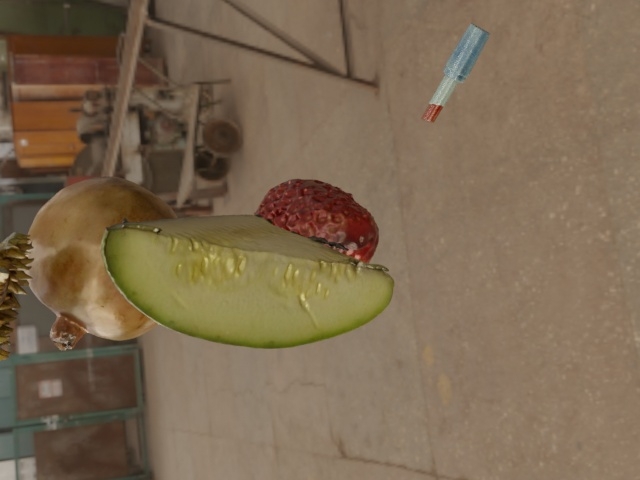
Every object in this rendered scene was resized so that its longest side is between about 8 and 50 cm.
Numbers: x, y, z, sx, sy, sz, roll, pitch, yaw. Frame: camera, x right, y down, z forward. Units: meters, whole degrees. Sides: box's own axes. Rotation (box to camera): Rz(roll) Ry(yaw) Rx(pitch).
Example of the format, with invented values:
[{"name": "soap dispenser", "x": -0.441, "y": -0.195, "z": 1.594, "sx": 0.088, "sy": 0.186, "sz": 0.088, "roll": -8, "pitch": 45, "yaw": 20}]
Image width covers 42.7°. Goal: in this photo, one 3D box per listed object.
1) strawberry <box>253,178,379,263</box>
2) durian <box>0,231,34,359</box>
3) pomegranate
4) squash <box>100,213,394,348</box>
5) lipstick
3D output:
[{"name": "strawberry", "x": 0.000, "y": 0.000, "z": 1.219, "sx": 0.244, "sy": 0.205, "sz": 0.206, "roll": 173, "pitch": 93, "yaw": -65}, {"name": "durian", "x": -0.467, "y": 0.077, "z": 1.072, "sx": 0.305, "sy": 0.185, "sz": 0.196, "roll": -37, "pitch": 29, "yaw": 20}, {"name": "pomegranate", "x": -0.332, "y": 0.044, "z": 1.261, "sx": 0.229, "sy": 0.270, "sz": 0.252, "roll": 18, "pitch": 154, "yaw": 41}, {"name": "squash", "x": -0.057, "y": 0.046, "z": 0.690, "sx": 0.252, "sy": 0.169, "sz": 0.093, "roll": -8, "pitch": -62, "yaw": -68}, {"name": "lipstick", "x": 0.340, "y": -0.420, "z": 2.104, "sx": 0.274, "sy": 0.061, "sz": 0.068, "roll": -61, "pitch": 41, "yaw": 21}]
